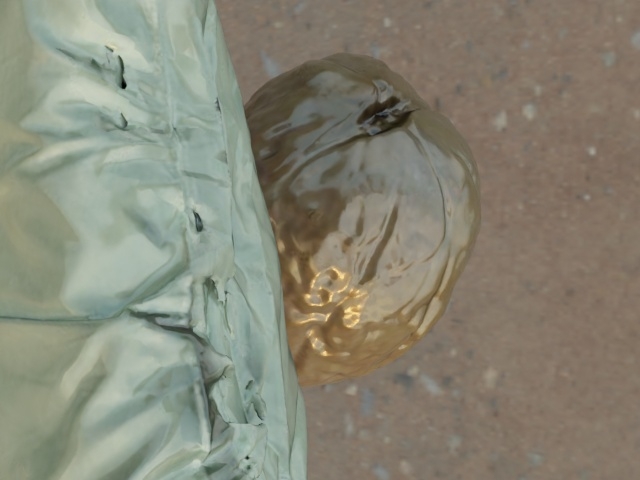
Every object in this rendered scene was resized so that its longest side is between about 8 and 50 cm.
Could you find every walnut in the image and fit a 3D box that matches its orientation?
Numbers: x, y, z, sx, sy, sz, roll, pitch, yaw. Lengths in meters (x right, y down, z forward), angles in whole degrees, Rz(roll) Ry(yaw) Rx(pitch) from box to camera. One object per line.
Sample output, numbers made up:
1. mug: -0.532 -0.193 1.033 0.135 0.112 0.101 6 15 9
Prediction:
1. walnut: 0.001 -0.001 0.874 0.178 0.230 0.178 21 40 -19

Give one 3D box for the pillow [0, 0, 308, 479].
1. pillow: -0.103 0.032 0.534 0.138 0.283 0.309 -8 82 -33
